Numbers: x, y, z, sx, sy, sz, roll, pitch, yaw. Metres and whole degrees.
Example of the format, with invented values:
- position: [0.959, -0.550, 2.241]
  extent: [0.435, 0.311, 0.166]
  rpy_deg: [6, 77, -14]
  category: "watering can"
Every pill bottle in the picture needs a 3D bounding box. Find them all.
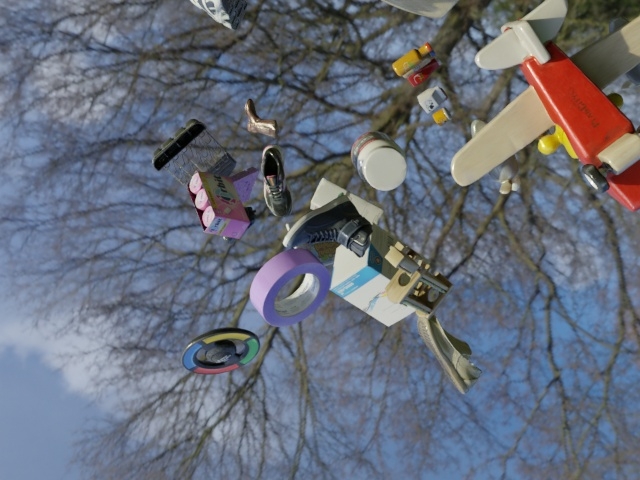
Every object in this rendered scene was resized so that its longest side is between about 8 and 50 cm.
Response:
- position: [0.192, -0.259, 2.482]
  extent: [0.161, 0.161, 0.283]
  rpy_deg: [23, -167, -10]
  category: "pill bottle"

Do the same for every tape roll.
- position: [-0.102, 0.163, 2.608]
  extent: [0.275, 0.275, 0.090]
  rpy_deg: [2, -148, -43]
  category: "tape roll"

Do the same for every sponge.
- position: [-0.264, -0.155, 2.365]
  extent: [0.031, 0.117, 0.210]
  rpy_deg: [30, -155, 11]
  category: "sponge"

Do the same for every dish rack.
- position: [-0.398, -0.252, 2.469]
  extent: [0.271, 0.208, 0.074]
  rpy_deg: [47, -176, -43]
  category: "dish rack"

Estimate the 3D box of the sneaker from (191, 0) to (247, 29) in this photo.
- position: [-0.252, -0.584, 1.712]
  extent: [0.146, 0.122, 0.330]
  rpy_deg: [24, 170, -1]
  category: "sneaker"

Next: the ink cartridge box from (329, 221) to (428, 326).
- position: [0.175, 0.102, 2.201]
  extent: [0.232, 0.168, 0.171]
  rpy_deg: [33, -138, -23]
  category: "ink cartridge box"

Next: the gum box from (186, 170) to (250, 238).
- position: [-0.267, -0.098, 1.974]
  extent: [0.107, 0.062, 0.188]
  rpy_deg: [11, -142, -38]
  category: "gum box"

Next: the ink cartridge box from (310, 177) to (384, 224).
- position: [0.081, -0.100, 2.418]
  extent: [0.219, 0.092, 0.160]
  rpy_deg: [27, 174, 2]
  category: "ink cartridge box"

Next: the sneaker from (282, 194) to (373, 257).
- position: [0.031, -0.008, 1.957]
  extent: [0.226, 0.086, 0.163]
  rpy_deg: [-31, -112, -23]
  category: "sneaker"

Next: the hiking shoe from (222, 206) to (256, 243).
- position: [-0.300, -0.073, 2.710]
  extent: [0.113, 0.132, 0.304]
  rpy_deg: [60, -177, -12]
  category: "hiking shoe"

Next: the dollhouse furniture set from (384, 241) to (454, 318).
- position: [0.158, 0.066, 1.614]
  extent: [0.182, 0.101, 0.161]
  rpy_deg: [29, -169, -40]
  category: "dollhouse furniture set"

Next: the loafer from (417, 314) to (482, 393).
- position: [0.353, 0.293, 2.070]
  extent: [0.268, 0.092, 0.102]
  rpy_deg: [58, 173, -21]
  category: "loafer"

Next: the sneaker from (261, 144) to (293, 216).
- position: [-0.115, -0.141, 1.850]
  extent: [0.072, 0.178, 0.077]
  rpy_deg: [-12, -171, 8]
  category: "sneaker"

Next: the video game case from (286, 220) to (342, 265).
- position: [0.000, 0.000, 2.845]
  extent: [0.212, 0.023, 0.193]
  rpy_deg: [-16, -102, -20]
  category: "video game case"

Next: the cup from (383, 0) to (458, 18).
- position: [0.291, -0.729, 2.005]
  extent: [0.237, 0.331, 0.331]
  rpy_deg: [41, -155, -4]
  category: "cup"

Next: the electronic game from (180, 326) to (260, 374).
- position: [-0.284, 0.317, 2.163]
  extent: [0.229, 0.229, 0.048]
  rpy_deg: [10, -135, -34]
  category: "electronic game"

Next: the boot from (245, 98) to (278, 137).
- position: [-0.169, -0.359, 2.240]
  extent: [0.114, 0.106, 0.037]
  rpy_deg: [18, -145, 38]
  category: "boot"

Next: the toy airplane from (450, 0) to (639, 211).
- position: [0.463, -0.263, 1.450]
  extent: [0.386, 0.384, 0.272]
  rpy_deg: [8, 180, 13]
  category: "toy airplane"

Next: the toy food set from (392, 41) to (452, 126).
- position: [0.288, -0.413, 1.968]
  extent: [0.232, 0.104, 0.111]
  rpy_deg: [45, -157, -30]
  category: "toy food set"
